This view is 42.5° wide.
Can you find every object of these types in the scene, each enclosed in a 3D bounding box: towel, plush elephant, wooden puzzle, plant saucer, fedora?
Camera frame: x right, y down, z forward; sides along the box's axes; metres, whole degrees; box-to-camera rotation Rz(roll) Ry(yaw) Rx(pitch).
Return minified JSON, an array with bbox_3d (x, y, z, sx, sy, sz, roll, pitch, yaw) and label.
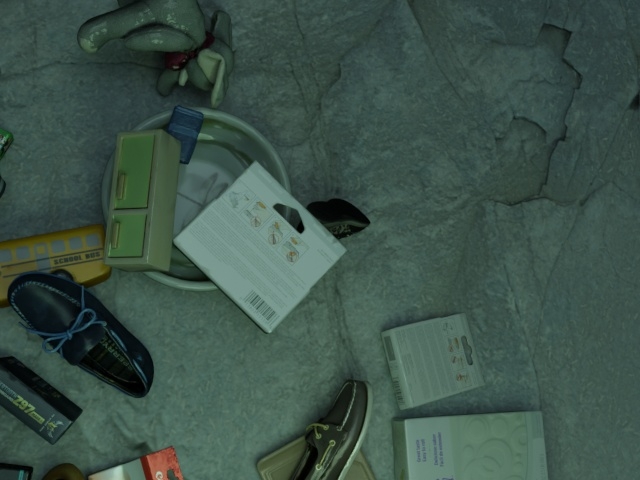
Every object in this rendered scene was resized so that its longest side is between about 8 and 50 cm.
[{"bbox_3d":[-0.290,-0.220,1.722,0.067,0.029,0.119,18,74,-10],"label":"towel"},{"bbox_3d":[-0.297,-0.420,1.771,0.330,0.271,0.255,-12,122,14],"label":"plush elephant"},{"bbox_3d":[0.004,0.523,1.752,0.221,0.044,0.238,-25,91,-18],"label":"wooden puzzle"},{"bbox_3d":[-0.265,-0.084,1.768,0.401,0.100,0.400,3,78,-15],"label":"plant saucer"},{"bbox_3d":[-0.483,0.527,1.579,0.079,0.194,0.194,24,70,-47],"label":"fedora"}]

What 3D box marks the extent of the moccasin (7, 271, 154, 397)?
[{"bbox_3d":[-0.446,0.182,1.593,0.342,0.117,0.137,38,99,-26],"label":"moccasin"}]

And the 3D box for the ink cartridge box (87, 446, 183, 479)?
[{"bbox_3d":[-0.361,0.512,1.654,0.179,0.045,0.145,-16,84,-15],"label":"ink cartridge box"}]

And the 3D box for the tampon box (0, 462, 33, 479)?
[{"bbox_3d":[-0.639,0.481,1.554,0.161,0.101,0.120,11,76,-12],"label":"tampon box"}]

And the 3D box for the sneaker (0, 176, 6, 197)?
[{"bbox_3d":[-0.710,-0.184,1.635,0.099,0.153,0.282,-25,56,-16],"label":"sneaker"}]

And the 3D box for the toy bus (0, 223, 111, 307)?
[{"bbox_3d":[-0.591,0.064,1.647,0.333,0.108,0.130,-11,82,-17],"label":"toy bus"}]

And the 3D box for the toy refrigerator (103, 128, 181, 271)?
[{"bbox_3d":[-0.351,-0.078,1.623,0.102,0.094,0.269,-1,77,20],"label":"toy refrigerator"}]

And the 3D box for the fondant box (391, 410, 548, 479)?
[{"bbox_3d":[0.331,0.503,1.812,0.331,0.096,0.238,-1,79,-14],"label":"fondant box"}]

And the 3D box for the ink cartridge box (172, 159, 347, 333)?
[{"bbox_3d":[-0.124,0.013,1.689,0.275,0.060,0.239,45,78,-3],"label":"ink cartridge box"}]

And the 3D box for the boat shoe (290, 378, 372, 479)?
[{"bbox_3d":[0.010,0.429,1.685,0.097,0.116,0.324,25,82,-16],"label":"boat shoe"}]

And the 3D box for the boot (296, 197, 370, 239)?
[{"bbox_3d":[-0.002,-0.001,1.824,0.085,0.236,0.178,45,113,22],"label":"boot"}]

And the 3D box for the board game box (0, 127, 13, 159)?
[{"bbox_3d":[-0.824,-0.202,1.672,0.317,0.046,0.213,29,73,-8],"label":"board game box"}]

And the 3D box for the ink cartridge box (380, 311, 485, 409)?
[{"bbox_3d":[0.256,0.270,1.873,0.225,0.056,0.180,-8,81,-35],"label":"ink cartridge box"}]

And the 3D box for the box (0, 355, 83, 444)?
[{"bbox_3d":[-0.543,0.295,1.548,0.183,0.233,0.059,40,78,-4],"label":"box"}]
